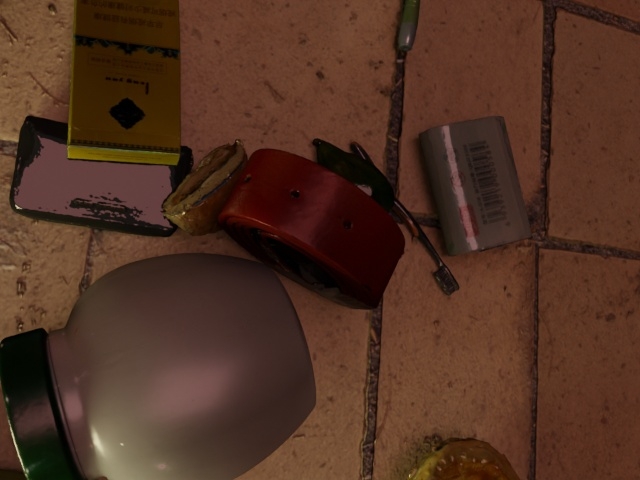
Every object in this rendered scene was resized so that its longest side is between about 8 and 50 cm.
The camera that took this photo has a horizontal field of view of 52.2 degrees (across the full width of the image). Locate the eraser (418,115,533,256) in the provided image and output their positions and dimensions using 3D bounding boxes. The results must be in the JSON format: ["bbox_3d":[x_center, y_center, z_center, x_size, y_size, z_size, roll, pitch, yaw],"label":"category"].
[{"bbox_3d":[0.278,-0.096,1.161,0.174,0.081,0.226,-12,87,-26],"label":"eraser"}]

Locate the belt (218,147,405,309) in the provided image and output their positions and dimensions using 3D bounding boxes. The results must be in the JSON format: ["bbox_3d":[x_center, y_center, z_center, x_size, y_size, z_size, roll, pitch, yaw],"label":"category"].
[{"bbox_3d":[0.000,0.000,0.949,0.324,0.227,0.115,42,70,-47],"label":"belt"}]

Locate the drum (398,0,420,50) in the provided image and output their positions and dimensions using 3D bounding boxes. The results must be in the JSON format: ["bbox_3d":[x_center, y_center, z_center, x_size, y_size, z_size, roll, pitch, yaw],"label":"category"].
[{"bbox_3d":[0.190,-0.465,1.188,0.130,0.049,0.253,-2,84,-21],"label":"drum"}]

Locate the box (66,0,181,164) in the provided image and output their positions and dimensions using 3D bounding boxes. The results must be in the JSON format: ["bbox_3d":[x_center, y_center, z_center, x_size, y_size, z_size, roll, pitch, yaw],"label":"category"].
[{"bbox_3d":[-0.284,-0.249,0.958,0.153,0.041,0.278,3,72,-21],"label":"box"}]

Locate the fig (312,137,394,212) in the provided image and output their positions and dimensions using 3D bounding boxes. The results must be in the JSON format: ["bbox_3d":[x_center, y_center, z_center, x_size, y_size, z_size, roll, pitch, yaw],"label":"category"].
[{"bbox_3d":[0.041,-0.101,1.063,0.117,0.117,0.177,-29,84,-22],"label":"fig"}]

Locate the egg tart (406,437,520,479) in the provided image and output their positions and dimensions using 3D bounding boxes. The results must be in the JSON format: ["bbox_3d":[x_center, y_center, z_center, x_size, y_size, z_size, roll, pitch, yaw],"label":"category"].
[{"bbox_3d":[0.223,0.439,1.060,0.241,0.106,0.240,4,81,-23],"label":"egg tart"}]

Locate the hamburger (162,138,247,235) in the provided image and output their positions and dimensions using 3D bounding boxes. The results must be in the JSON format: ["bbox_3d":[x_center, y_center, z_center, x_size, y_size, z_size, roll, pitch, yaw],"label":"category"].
[{"bbox_3d":[-0.145,-0.064,0.977,0.102,0.087,0.176,57,46,-30],"label":"hamburger"}]

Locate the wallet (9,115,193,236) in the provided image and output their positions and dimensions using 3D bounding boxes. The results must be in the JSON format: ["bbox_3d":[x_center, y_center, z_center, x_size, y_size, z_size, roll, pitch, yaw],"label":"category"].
[{"bbox_3d":[-0.312,-0.088,0.952,0.250,0.044,0.149,11,83,-20],"label":"wallet"}]

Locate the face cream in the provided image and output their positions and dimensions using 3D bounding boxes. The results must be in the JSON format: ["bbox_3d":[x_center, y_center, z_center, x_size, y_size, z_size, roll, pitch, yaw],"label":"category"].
[{"bbox_3d":[-0.204,0.176,0.855,0.357,0.219,0.312,-15,73,-19],"label":"face cream"}]

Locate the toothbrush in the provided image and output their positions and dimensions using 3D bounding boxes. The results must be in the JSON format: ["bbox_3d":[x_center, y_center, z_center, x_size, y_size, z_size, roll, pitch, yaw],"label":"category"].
[{"bbox_3d":[0.147,-0.039,1.133,0.031,0.023,0.321,-37,97,-24],"label":"toothbrush"}]

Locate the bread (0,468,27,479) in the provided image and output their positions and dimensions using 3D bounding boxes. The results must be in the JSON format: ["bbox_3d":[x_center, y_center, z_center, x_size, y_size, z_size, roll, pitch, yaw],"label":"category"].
[{"bbox_3d":[-0.456,0.357,0.820,0.362,0.077,0.138,15,79,-19],"label":"bread"}]
